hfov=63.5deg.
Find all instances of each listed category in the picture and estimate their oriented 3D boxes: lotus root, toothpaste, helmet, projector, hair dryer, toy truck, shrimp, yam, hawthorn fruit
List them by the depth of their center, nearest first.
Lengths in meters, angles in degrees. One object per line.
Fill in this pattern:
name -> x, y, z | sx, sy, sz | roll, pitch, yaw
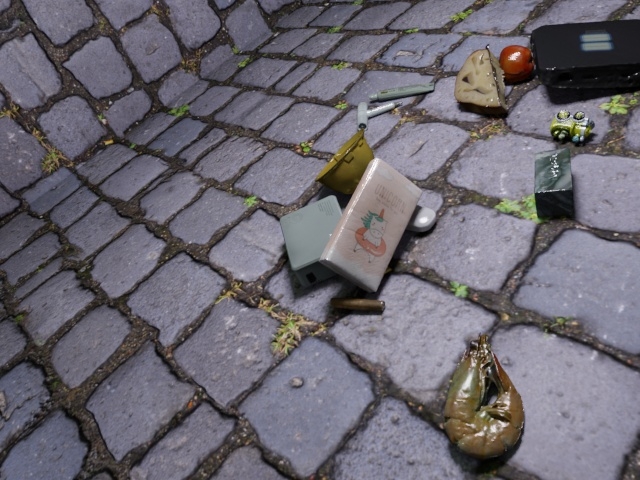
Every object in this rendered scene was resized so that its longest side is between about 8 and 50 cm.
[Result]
shrimp -> 0.323, 0.296, 1.020 | 0.146, 0.061, 0.267 | 1, 43, 18
yam -> 0.093, 0.162, 1.317 | 0.146, 0.032, 0.032 | 0, 46, 28
toy truck -> 0.712, -0.316, 1.467 | 0.111, 0.076, 0.076 | 22, 77, 41
projector -> 0.000, 0.000, 1.496 | 0.192, 0.099, 0.256 | -25, 38, 5
helmet -> 0.105, -0.230, 1.660 | 0.205, 0.140, 0.257 | -37, 12, 43
lotus root -> 0.536, -0.519, 1.739 | 0.170, 0.075, 0.260 | -15, 62, 41
hawthorn fruit -> 0.667, -0.605, 1.764 | 0.128, 0.128, 0.128 | -16, 40, 14
hair dryer -> 0.227, -0.485, 1.947 | 0.183, 0.044, 0.154 | -10, 44, 16
toothpaste -> 0.312, -0.574, 1.997 | 0.256, 0.037, 0.067 | -5, 38, 20

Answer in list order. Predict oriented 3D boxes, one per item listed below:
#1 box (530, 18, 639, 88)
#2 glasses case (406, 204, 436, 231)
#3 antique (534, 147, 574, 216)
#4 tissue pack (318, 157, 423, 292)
box -> 0.859, -0.594, 1.627 | 0.360, 0.091, 0.350 | 3, 45, 14
glasses case -> 0.237, -0.072, 1.477 | 0.197, 0.049, 0.076 | 17, 58, 40
antique -> 0.601, -0.155, 1.335 | 0.088, 0.086, 0.183 | -3, 45, 25
tissue pack -> 0.138, -0.042, 1.362 | 0.325, 0.170, 0.071 | -62, 16, -19
